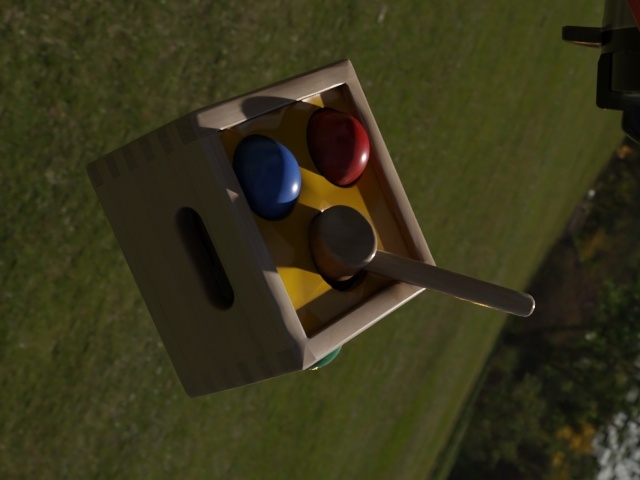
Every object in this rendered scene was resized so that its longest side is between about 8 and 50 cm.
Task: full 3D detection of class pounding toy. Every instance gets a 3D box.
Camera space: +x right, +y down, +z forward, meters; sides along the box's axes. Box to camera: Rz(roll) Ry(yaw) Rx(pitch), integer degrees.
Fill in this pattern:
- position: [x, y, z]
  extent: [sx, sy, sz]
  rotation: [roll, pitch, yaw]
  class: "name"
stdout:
- position: [0.000, 0.000, 0.526]
  extent: [0.100, 0.141, 0.130]
  rotation: [-20, -174, 41]
  class: "pounding toy"

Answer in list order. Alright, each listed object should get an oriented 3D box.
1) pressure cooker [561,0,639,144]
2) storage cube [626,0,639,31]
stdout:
- position: [0.462, -0.258, 1.145]
  extent: [0.370, 0.375, 0.421]
  rotation: [-159, -108, -67]
  class: "pressure cooker"
- position: [0.240, -0.219, 0.580]
  extent: [0.183, 0.193, 0.215]
  rotation: [-30, -168, -15]
  class: "storage cube"
